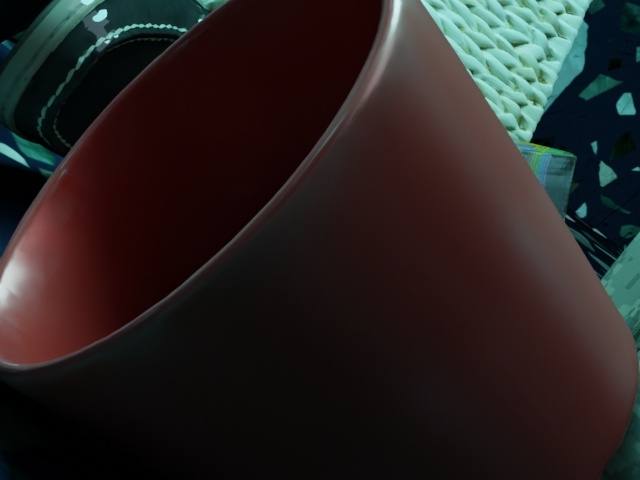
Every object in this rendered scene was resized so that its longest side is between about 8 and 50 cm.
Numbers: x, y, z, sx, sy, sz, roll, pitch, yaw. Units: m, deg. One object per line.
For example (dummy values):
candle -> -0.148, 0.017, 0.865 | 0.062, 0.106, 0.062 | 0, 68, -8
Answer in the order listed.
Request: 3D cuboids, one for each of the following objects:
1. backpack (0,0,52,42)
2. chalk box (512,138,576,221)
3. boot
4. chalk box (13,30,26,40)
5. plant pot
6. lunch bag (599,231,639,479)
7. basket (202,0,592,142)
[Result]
backpack -> -0.319, -0.297, 1.282 | 0.355, 0.273, 0.290 | 58, 7, -18
chalk box -> 0.110, -0.032, 1.693 | 0.132, 0.132, 0.213 | 16, 8, 39
boot -> -0.032, -0.031, 1.233 | 0.284, 0.138, 0.377 | 41, 5, 16
chalk box -> -0.209, -0.262, 1.625 | 0.289, 0.179, 0.180 | 45, 11, 29
plant pot -> 0.010, 0.033, 0.938 | 0.243, 0.275, 0.275 | 43, 8, -24
lunch bag -> 0.220, 0.144, 0.990 | 0.212, 0.305, 0.256 | 36, 10, -15
basket -> 0.055, -0.248, 1.918 | 0.331, 0.266, 0.328 | 33, -24, -26
